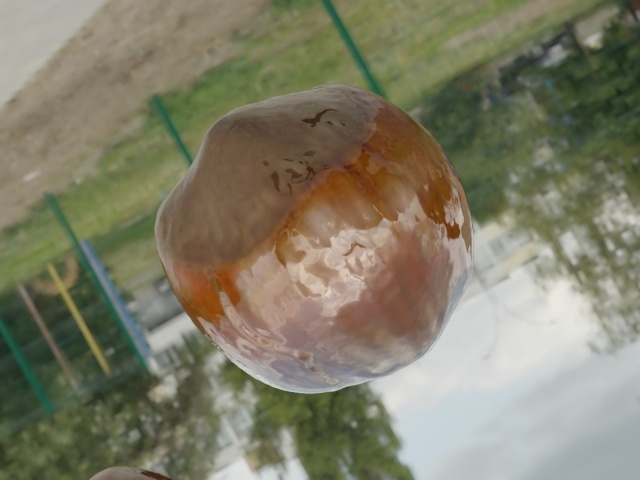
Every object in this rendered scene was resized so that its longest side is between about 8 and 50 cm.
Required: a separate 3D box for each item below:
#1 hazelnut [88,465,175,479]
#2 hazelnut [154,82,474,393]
[{"bbox_3d":[-0.127,0.238,1.045,0.143,0.154,0.143,-25,-145,19],"label":"hazelnut"},{"bbox_3d":[0.000,0.000,1.579,0.372,0.372,0.315,-29,-163,0],"label":"hazelnut"}]
